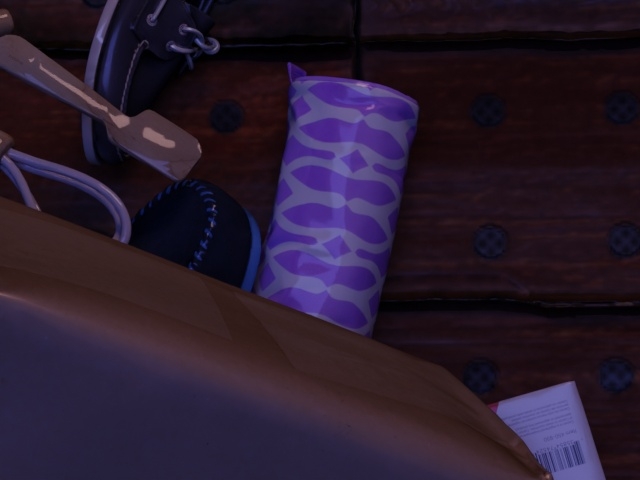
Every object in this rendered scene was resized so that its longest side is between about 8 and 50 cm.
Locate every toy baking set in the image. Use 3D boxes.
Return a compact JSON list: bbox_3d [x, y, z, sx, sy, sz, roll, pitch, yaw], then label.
[{"bbox_3d":[-0.210,-0.048,0.994,0.256,0.030,0.197,-23,68,-20],"label":"toy baking set"}]

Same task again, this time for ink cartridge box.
[{"bbox_3d":[0.124,0.162,1.025,0.099,0.056,0.135,-16,82,4],"label":"ink cartridge box"}]

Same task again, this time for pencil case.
[{"bbox_3d":[0.000,0.000,1.044,0.088,0.086,0.206,11,83,30],"label":"pencil case"}]

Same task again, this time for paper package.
[{"bbox_3d":[-0.103,0.174,0.901,0.324,0.168,0.310,23,101,-24],"label":"paper package"}]

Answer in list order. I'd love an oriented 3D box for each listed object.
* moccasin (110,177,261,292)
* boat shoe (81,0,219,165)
[{"bbox_3d":[-0.171,0.098,1.005,0.117,0.137,0.342,39,86,-35],"label":"moccasin"},{"bbox_3d":[-0.093,-0.140,1.070,0.065,0.075,0.206,16,81,10],"label":"boat shoe"}]
